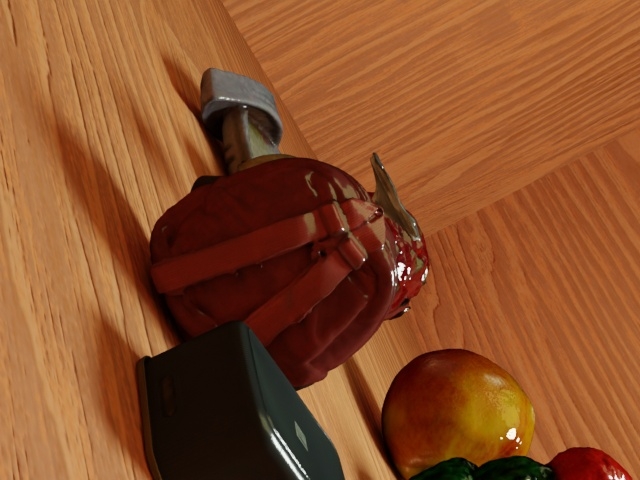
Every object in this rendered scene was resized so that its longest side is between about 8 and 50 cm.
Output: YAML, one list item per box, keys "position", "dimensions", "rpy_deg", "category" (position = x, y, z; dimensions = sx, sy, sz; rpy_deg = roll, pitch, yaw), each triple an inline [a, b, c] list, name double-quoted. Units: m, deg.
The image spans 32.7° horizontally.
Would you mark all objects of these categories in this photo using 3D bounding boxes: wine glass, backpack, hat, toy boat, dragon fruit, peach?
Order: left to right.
- position: [-0.104, -0.125, 1.746]
  dimensions: [0.276, 0.111, 0.293]
  rpy_deg: [-11, 83, -78]
  category: "toy boat"
- position: [-0.036, 0.025, 0.987]
  dimensions: [0.229, 0.229, 0.139]
  rpy_deg: [62, 9, -1]
  category: "backpack"
- position: [-0.007, 0.001, 1.278]
  dimensions: [0.156, 0.232, 0.156]
  rpy_deg: [61, 5, -9]
  category: "wine glass"
- position: [0.083, 0.038, 2.026]
  dimensions: [0.299, 0.244, 0.244]
  rpy_deg: [45, 17, -52]
  category: "dragon fruit"
- position: [0.237, 0.310, 1.874]
  dimensions: [0.281, 0.281, 0.238]
  rpy_deg: [-108, 175, -60]
  category: "peach"
- position: [0.274, 0.398, 1.468]
  dimensions: [0.274, 0.332, 0.242]
  rpy_deg: [61, 4, 5]
  category: "hat"

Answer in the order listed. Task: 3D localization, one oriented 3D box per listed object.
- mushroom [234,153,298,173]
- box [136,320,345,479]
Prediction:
- position: [0.001, -0.001, 1.566]
  dimensions: [0.344, 0.130, 0.247]
  rpy_deg: [55, 39, -50]
  category: "mushroom"
- position: [-0.049, 0.169, 0.836]
  dimensions: [0.201, 0.090, 0.144]
  rpy_deg: [59, 7, -35]
  category: "box"
